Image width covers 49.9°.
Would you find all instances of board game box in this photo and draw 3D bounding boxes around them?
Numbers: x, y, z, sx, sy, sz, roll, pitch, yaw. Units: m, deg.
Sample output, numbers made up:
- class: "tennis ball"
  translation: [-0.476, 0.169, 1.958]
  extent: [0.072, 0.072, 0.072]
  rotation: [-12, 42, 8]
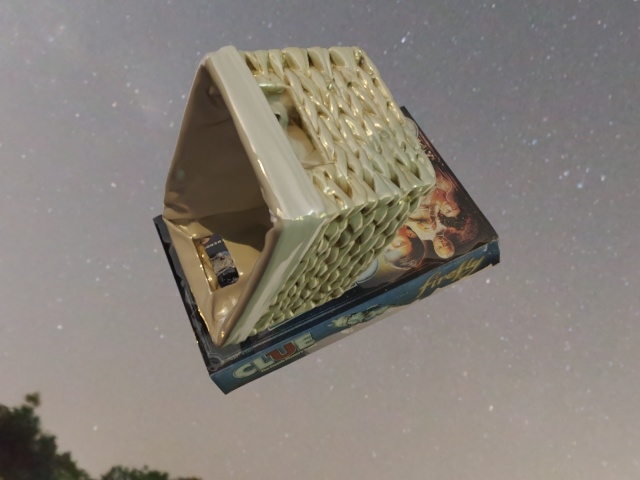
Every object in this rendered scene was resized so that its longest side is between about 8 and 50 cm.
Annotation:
- class: "board game box"
  translation: [0.000, 0.000, 0.571]
  extent: [0.042, 0.243, 0.165]
  rotation: [72, -9, -56]

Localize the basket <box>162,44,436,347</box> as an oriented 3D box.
- class: "basket"
  translation: [-0.021, -0.025, 0.414]
  extent: [0.113, 0.103, 0.167]
  rotation: [64, -29, 19]
